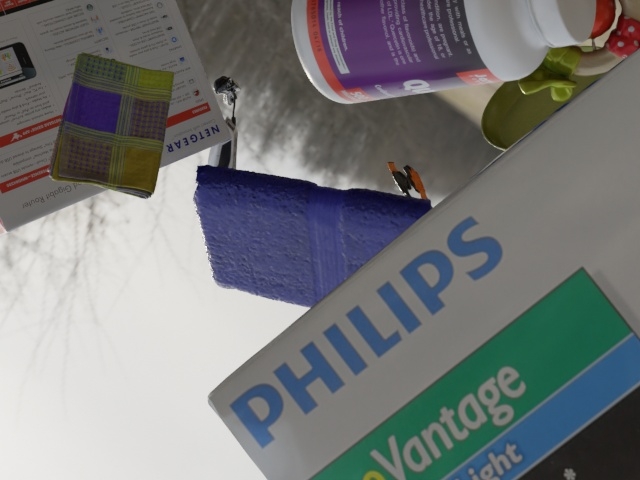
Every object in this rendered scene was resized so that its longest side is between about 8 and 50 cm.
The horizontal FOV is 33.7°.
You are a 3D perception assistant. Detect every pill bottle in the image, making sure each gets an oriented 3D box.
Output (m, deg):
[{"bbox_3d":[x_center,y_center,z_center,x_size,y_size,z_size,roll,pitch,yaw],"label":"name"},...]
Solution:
[{"bbox_3d":[0.138,-0.262,1.210,0.322,0.182,0.181,-3,166,35],"label":"pill bottle"}]

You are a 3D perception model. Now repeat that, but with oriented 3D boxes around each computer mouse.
[{"bbox_3d":[-0.151,-0.154,1.627,0.042,0.193,0.106,4,-175,0],"label":"computer mouse"}]

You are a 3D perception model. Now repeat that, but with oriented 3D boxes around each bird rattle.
[{"bbox_3d":[0.393,-0.297,1.510,0.253,0.207,0.143,-9,-166,27],"label":"bird rattle"}]

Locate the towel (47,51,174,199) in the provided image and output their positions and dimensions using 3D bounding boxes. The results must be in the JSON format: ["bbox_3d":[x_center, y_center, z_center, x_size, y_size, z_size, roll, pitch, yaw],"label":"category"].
[{"bbox_3d":[-0.117,-0.066,0.602,0.060,0.083,0.009,13,159,-11],"label":"towel"}]

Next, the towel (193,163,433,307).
[{"bbox_3d":[0.000,0.000,1.355,0.308,0.076,0.228,10,140,13],"label":"towel"}]

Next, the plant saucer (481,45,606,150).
[{"bbox_3d":[0.371,-0.215,1.676,0.037,0.241,0.241,51,176,-33],"label":"plant saucer"}]

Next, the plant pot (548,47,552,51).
[{"bbox_3d":[0.275,-0.268,1.301,0.083,0.079,0.083,26,146,19],"label":"plant pot"}]

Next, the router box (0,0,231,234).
[{"bbox_3d":[-0.318,-0.205,1.335,0.082,0.335,0.301,-10,104,58],"label":"router box"}]

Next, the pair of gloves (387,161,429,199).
[{"bbox_3d":[0.146,-0.096,1.741,0.083,0.010,0.074,2,-123,-54],"label":"pair of gloves"}]

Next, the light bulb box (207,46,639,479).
[{"bbox_3d":[0.152,0.060,0.690,0.225,0.358,0.361,52,-177,2],"label":"light bulb box"}]
